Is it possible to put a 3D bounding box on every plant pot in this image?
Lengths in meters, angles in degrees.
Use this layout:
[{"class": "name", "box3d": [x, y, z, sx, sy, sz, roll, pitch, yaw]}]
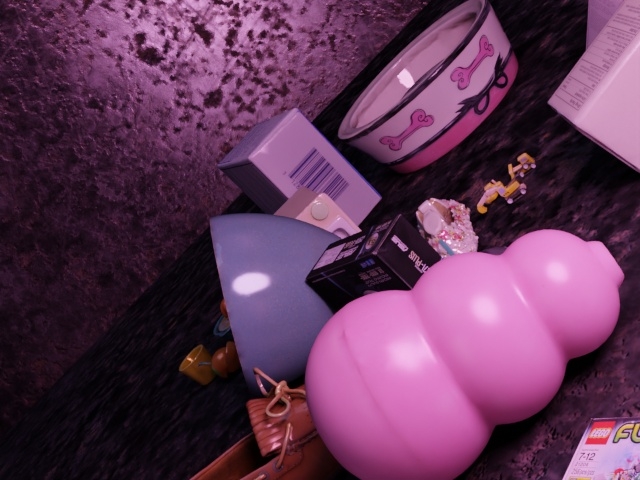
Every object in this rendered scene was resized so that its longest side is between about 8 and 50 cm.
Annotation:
[{"class": "plant pot", "box3d": [-0.046, 0.083, 1.408, 0.195, 0.290, 0.290, -13, 16, -3]}]

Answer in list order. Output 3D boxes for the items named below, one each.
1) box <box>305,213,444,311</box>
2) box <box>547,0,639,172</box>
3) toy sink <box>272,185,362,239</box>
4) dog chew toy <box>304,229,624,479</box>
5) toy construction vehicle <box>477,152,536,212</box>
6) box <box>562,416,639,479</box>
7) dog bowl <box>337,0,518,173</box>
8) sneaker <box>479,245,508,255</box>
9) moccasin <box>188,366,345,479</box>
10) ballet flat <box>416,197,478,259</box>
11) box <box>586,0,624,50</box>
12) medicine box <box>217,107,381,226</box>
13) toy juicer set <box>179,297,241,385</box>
[{"class": "box", "box3d": [0.090, 0.060, 1.253, 0.180, 0.147, 0.077, -23, 27, 54]}, {"class": "box", "box3d": [0.428, -0.247, 1.071, 0.311, 0.121, 0.148, -55, 11, 17]}, {"class": "toy sink", "box3d": [0.000, 0.000, 1.648, 0.131, 0.153, 0.234, -46, 14, -1]}, {"class": "dog chew toy", "box3d": [0.149, 0.108, 0.897, 0.332, 0.206, 0.206, -34, 17, 12]}, {"class": "toy construction vehicle", "box3d": [0.279, -0.088, 1.346, 0.098, 0.035, 0.086, -38, 17, 28]}, {"class": "box", "box3d": [0.268, 0.184, 0.659, 0.114, 0.036, 0.207, -54, 17, -29]}, {"class": "dog bowl", "box3d": [0.231, -0.305, 1.833, 0.408, 0.150, 0.408, -43, 15, 15]}, {"class": "sneaker", "box3d": [0.207, 0.076, 1.065, 0.235, 0.097, 0.084, 129, 137, -62]}, {"class": "moccasin", "box3d": [-0.052, 0.249, 1.137, 0.380, 0.147, 0.139, -44, 15, 8]}, {"class": "ballet flat", "box3d": [0.185, -0.025, 1.356, 0.091, 0.077, 0.241, -44, 14, 9]}, {"class": "box", "box3d": [0.456, -0.378, 1.192, 0.232, 0.058, 0.322, -43, -25, -7]}, {"class": "medicine box", "box3d": [-0.052, -0.126, 1.899, 0.149, 0.263, 0.289, -48, 15, -12]}, {"class": "toy juicer set", "box3d": [-0.147, 0.142, 1.792, 0.329, 0.089, 0.209, -53, 16, -26]}]
